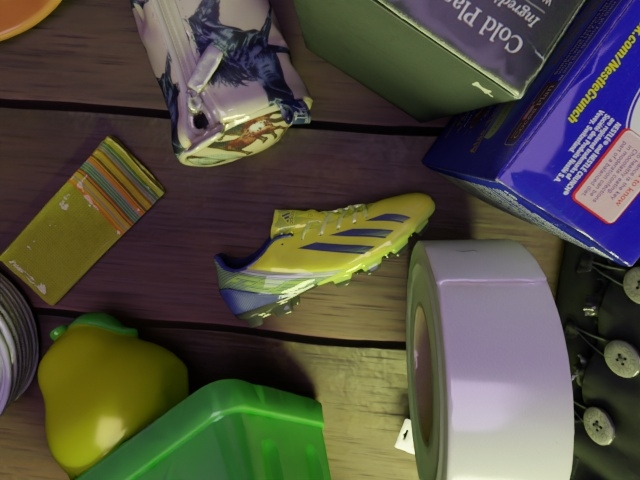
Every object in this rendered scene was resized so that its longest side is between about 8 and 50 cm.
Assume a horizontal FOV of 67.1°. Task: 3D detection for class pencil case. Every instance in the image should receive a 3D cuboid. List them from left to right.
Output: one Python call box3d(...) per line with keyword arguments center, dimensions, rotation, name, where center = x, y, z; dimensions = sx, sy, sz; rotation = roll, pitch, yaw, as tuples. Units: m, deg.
box3d(center=(-0.148, -0.286, 0.504), dimensions=(0.159, 0.183, 0.410), rotation=(-21, 98, 7), name="pencil case")

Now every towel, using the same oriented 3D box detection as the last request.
box3d(center=(-0.321, -0.022, 0.643), dimensions=(0.237, 0.021, 0.102), rotation=(-43, 94, 10), name="towel")

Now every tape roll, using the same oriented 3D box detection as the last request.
box3d(center=(0.155, 0.138, 0.511), dimensions=(0.100, 0.286, 0.286), rotation=(-1, 100, 4), name="tape roll")

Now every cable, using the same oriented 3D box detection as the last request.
box3d(center=(-0.519, 0.143, 0.652), dimensions=(0.257, 0.089, 0.257), rotation=(-14, 100, 5), name="cable")

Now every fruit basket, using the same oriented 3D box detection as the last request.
box3d(center=(-0.203, 0.271, 0.609), dimensions=(0.392, 0.283, 0.392), rotation=(-13, 60, 25), name="fruit basket")

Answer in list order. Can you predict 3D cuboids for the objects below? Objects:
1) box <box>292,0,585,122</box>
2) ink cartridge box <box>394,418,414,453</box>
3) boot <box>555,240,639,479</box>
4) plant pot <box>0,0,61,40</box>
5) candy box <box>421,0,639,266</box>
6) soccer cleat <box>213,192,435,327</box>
box3d(center=(0.129, -0.285, 0.405), dimensions=(0.179, 0.343, 0.313), rotation=(31, 100, -4), name="box")
box3d(center=(0.147, 0.271, 0.665), dimensions=(0.083, 0.028, 0.048), rotation=(19, 101, 0), name="ink cartridge box")
box3d(center=(0.390, 0.189, 0.486), dimensions=(0.146, 0.367, 0.445), rotation=(4, 102, -33), name="boot")
box3d(center=(-0.425, -0.365, 0.474), dimensions=(0.290, 0.291, 0.204), rotation=(-26, 80, 7), name="plant pot")
box3d(center=(0.237, -0.145, 0.438), dimensions=(0.122, 0.317, 0.268), rotation=(33, 102, -5), name="candy box")
box3d(center=(-0.001, 0.000, 0.594), dimensions=(0.289, 0.093, 0.121), rotation=(-27, 91, 7), name="soccer cleat")
